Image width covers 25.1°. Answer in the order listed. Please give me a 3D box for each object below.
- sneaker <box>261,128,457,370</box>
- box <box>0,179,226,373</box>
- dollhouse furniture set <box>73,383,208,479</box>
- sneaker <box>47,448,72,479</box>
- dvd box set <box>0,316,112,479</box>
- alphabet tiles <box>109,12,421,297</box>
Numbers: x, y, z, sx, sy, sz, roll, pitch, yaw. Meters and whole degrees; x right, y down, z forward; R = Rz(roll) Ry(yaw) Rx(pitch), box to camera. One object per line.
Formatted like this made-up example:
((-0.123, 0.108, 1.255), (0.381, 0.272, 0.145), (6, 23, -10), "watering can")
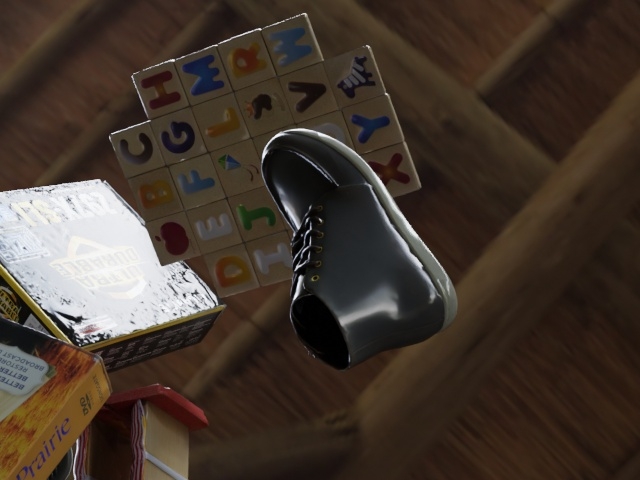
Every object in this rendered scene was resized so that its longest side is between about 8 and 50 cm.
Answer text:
((0.000, 0.000, 1.143), (0.222, 0.118, 0.083), (48, -42, 25), "sneaker")
((-0.302, 0.045, 1.786), (0.257, 0.322, 0.079), (43, -66, 18), "box")
((-0.156, 0.339, 1.677), (0.152, 0.374, 0.201), (-16, -125, 22), "dollhouse furniture set")
((-0.375, 0.241, 1.406), (0.296, 0.178, 0.123), (-12, -99, 0), "sneaker")
((-0.421, 0.215, 1.230), (0.308, 0.062, 0.420), (19, -129, 22), "dvd box set")
((-0.069, -0.091, 1.649), (0.343, 0.285, 0.011), (-16, -169, 22), "alphabet tiles")
